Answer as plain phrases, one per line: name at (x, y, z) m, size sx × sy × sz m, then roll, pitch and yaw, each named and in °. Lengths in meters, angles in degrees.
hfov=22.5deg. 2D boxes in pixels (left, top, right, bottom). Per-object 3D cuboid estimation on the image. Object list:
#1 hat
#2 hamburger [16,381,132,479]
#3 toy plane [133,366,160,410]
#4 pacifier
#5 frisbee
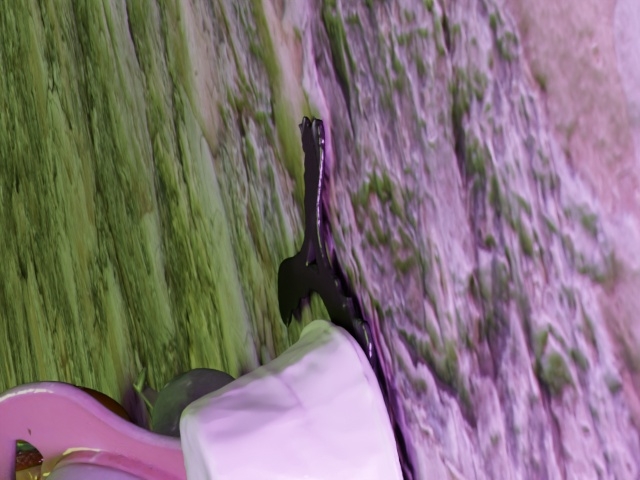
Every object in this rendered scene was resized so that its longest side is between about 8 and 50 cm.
hat at (-0.028, 0.162, 1.158) m, size 0.203 × 0.126 × 0.203 m, roll 167°, pitch 90°, yaw -71°
hamburger at (-0.333, 0.261, 1.966) m, size 0.246 × 0.246 × 0.170 m, roll 122°, pitch 139°, yaw -63°
toy plane at (-0.162, 0.276, 1.671) m, size 0.092 × 0.108 × 0.286 m, roll 118°, pitch 153°, yaw -63°
pacifier at (-0.144, 0.222, 1.376) m, size 0.220 × 0.332 × 0.273 m, roll 68°, pitch -140°, yaw -69°
frisbee at (0.000, 0.000, 1.203) m, size 0.211 × 0.012 × 0.188 m, roll -141°, pitch 47°, yaw -64°
